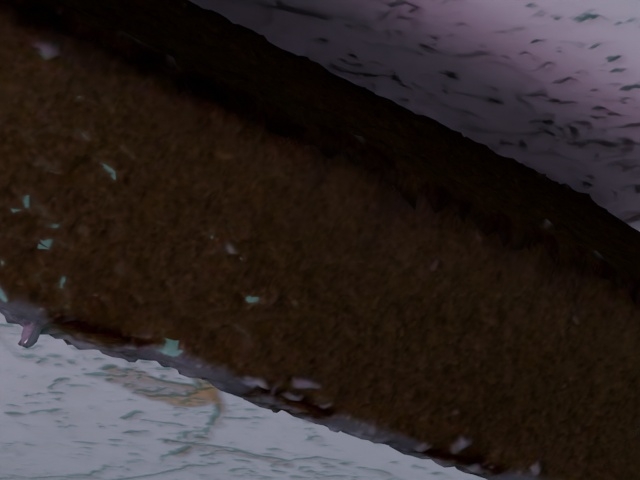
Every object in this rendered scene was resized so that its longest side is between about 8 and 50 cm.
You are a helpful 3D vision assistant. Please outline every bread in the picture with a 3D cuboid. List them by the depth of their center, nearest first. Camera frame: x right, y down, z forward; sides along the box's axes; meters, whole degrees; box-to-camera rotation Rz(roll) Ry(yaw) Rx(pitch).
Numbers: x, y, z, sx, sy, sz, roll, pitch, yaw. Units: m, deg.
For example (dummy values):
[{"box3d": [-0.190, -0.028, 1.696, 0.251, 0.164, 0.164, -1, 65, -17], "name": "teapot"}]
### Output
[{"box3d": [0.000, 0.000, 0.696, 0.416, 0.165, 0.113, 23, 106, -31], "name": "bread"}]
